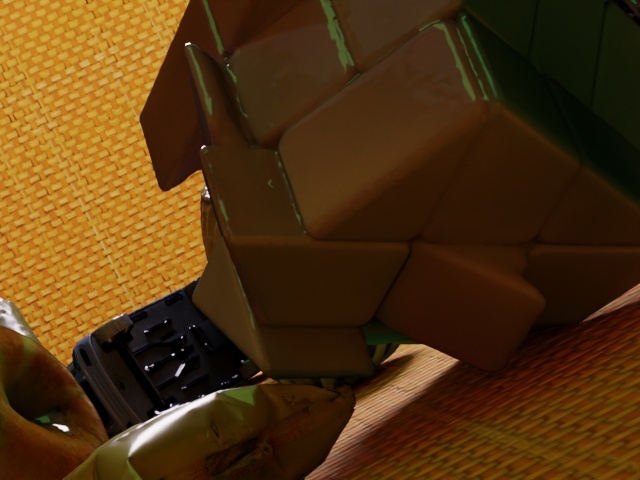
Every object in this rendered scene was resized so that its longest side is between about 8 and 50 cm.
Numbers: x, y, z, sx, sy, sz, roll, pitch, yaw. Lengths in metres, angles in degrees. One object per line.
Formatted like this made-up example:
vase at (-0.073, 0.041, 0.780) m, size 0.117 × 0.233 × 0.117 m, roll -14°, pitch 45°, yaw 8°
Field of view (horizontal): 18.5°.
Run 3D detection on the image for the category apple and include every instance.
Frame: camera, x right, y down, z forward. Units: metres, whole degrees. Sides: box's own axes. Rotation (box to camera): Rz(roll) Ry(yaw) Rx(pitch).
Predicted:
apple at (-0.307, 0.196, 1.664) m, size 0.226 × 0.246 × 0.246 m, roll -42°, pitch -2°, yaw 20°

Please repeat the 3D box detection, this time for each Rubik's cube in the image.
Rubik's cube at (0.062, -0.067, 1.446) m, size 0.368 × 0.358 × 0.387 m, roll -33°, pitch -40°, yaw 20°

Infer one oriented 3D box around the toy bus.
toy bus at (-0.169, 0.134, 2.018) m, size 0.133 × 0.125 × 0.292 m, roll -36°, pitch -4°, yaw 26°

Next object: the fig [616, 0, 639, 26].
fig at (0.303, -0.082, 1.603) m, size 0.217 × 0.217 × 0.321 m, roll -28°, pitch 33°, yaw -16°

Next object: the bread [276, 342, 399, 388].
bread at (0.013, 0.092, 1.711) m, size 0.130 × 0.071 × 0.139 m, roll -24°, pitch 2°, yaw 0°

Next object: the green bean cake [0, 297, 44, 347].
green bean cake at (-0.357, 0.183, 1.881) m, size 0.236 × 0.233 × 0.124 m, roll -27°, pitch 48°, yaw -13°

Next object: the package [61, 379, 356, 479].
package at (-0.090, 0.159, 1.331) m, size 0.226 × 0.090 × 0.168 m, roll -22°, pitch -2°, yaw -37°

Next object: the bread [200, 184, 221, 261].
bread at (0.000, 0.000, 2.026) m, size 0.227 × 0.142 × 0.253 m, roll -19°, pitch 20°, yaw -36°
